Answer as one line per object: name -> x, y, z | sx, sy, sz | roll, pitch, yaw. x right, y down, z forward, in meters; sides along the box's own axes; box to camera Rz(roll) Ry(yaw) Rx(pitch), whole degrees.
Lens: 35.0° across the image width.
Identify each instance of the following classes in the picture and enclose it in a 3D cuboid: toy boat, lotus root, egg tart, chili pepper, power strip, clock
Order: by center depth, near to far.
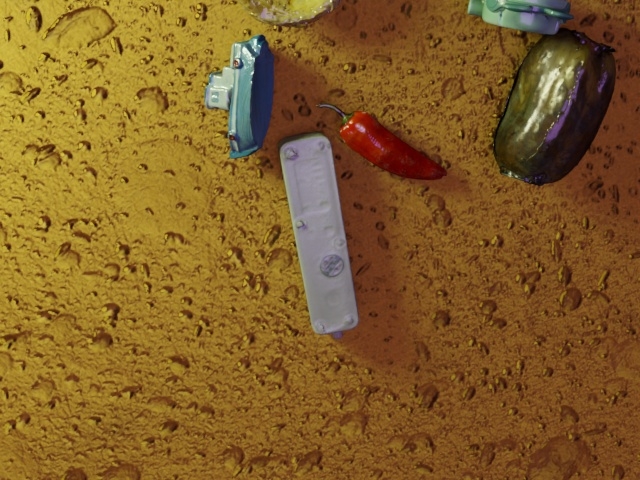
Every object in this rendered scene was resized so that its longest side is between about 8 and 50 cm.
egg tart -> -0.047, -0.448, 1.636 | 0.212, 0.090, 0.213 | -2, 107, -5
clock -> 0.329, -0.377, 1.660 | 0.148, 0.188, 0.060 | 8, 107, -8
toy boat -> -0.139, -0.242, 1.708 | 0.102, 0.088, 0.215 | 12, 111, 24
lotus root -> 0.400, -0.222, 1.742 | 0.152, 0.160, 0.275 | 12, 110, -43
chili pepper -> 0.107, -0.165, 1.771 | 0.272, 0.063, 0.071 | 31, 115, -19
power strip -> 0.000, 0.000, 1.809 | 0.091, 0.062, 0.385 | -11, 109, -4
